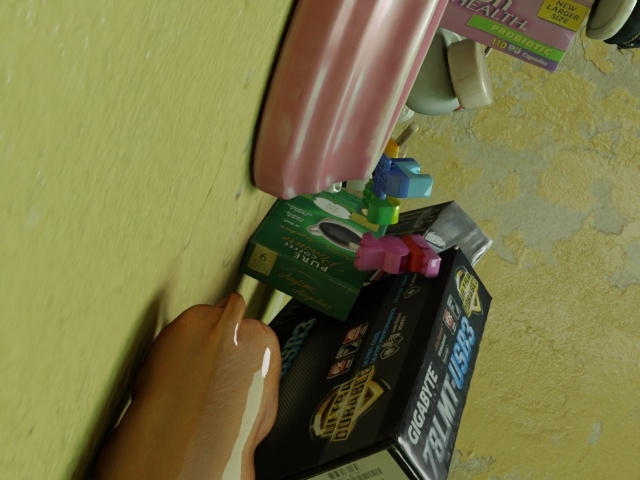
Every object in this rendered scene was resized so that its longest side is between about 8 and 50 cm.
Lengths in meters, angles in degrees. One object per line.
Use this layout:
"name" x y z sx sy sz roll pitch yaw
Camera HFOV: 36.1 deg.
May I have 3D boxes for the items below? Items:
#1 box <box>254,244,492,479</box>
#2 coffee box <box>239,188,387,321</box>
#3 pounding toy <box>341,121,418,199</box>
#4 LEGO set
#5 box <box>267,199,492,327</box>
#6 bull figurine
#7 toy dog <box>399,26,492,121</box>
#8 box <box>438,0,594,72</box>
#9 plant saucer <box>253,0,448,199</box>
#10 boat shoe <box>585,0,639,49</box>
"box" -0.008 0.150 0.861 0.293 0.073 0.295 -25 -162 28
"coffee box" 0.000 0.000 0.960 0.184 0.113 0.040 -64 179 -62
"pounding toy" 0.046 -0.085 1.226 0.206 0.094 0.181 -62 176 -58
"LEGO set" 0.029 -0.056 0.920 0.227 0.093 0.087 -123 -144 -56
"box" 0.052 0.072 1.245 0.242 0.076 0.307 -48 -169 -16
"bull figurine" -0.105 0.182 0.606 0.188 0.101 0.310 118 -2 -80
"toy dog" 0.144 -0.242 1.271 0.334 0.220 0.161 -111 -168 -84
"box" 0.210 -0.342 1.084 0.117 0.213 0.243 107 7 -60
"plant saucer" 0.049 -0.178 0.763 0.332 0.084 0.332 24 90 -86
"boat shoe" 0.352 -0.261 1.048 0.340 0.113 0.127 -54 167 -73
